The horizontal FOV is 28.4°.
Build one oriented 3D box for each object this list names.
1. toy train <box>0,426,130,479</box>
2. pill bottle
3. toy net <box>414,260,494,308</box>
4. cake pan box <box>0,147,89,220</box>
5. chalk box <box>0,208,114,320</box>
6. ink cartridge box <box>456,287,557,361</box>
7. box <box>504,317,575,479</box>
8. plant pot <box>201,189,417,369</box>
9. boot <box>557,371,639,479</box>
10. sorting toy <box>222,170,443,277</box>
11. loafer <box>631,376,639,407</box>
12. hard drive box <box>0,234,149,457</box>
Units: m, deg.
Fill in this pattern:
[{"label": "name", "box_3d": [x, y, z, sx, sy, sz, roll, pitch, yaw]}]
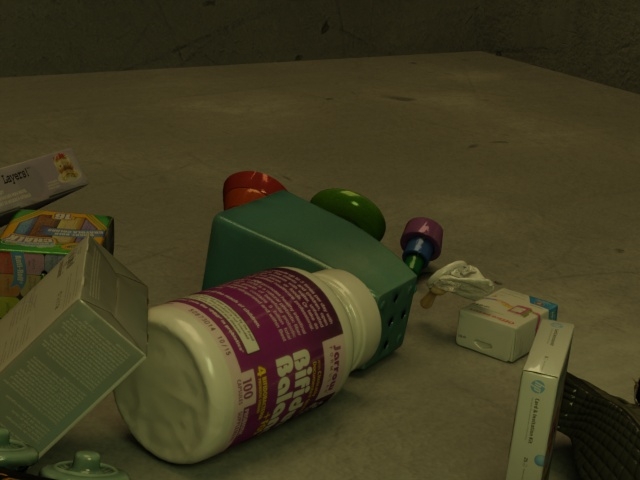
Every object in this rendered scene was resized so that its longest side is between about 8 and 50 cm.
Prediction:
[{"label": "toy train", "box_3d": [-0.298, 0.227, 1.023, 0.334, 0.142, 0.190, 9, 0, 14]}, {"label": "pill bottle", "box_3d": [-0.069, 0.123, 1.399, 0.169, 0.169, 0.301, 19, 24, 36]}, {"label": "toy net", "box_3d": [0.122, 0.050, 1.700, 0.232, 0.045, 0.122, -10, -34, 35]}, {"label": "cake pan box", "box_3d": [-0.495, -0.037, 1.759, 0.246, 0.070, 0.267, -24, 3, 31]}, {"label": "chalk box", "box_3d": [-0.339, 0.056, 1.594, 0.132, 0.132, 0.213, 4, 17, -2]}, {"label": "ink cartridge box", "box_3d": [0.250, 0.112, 1.695, 0.089, 0.052, 0.122, 17, 24, 33]}, {"label": "box", "box_3d": [0.212, 0.188, 1.249, 0.038, 0.186, 0.145, 10, 18, 15]}, {"label": "plant pot", "box_3d": [-0.009, 0.064, 1.623, 0.234, 0.165, 0.165, 23, 25, 26]}, {"label": "boot", "box_3d": [0.336, 0.215, 1.332, 0.161, 0.083, 0.246, 21, 14, -24]}, {"label": "sorting toy", "box_3d": [0.000, 0.000, 1.945, 0.366, 0.127, 0.126, 12, 49, 15]}, {"label": "loafer", "box_3d": [0.458, 0.120, 1.350, 0.130, 0.366, 0.133, -9, 60, -24]}, {"label": "hard drive box", "box_3d": [-0.280, 0.127, 1.244, 0.089, 0.232, 0.181, 45, 9, -19]}]
